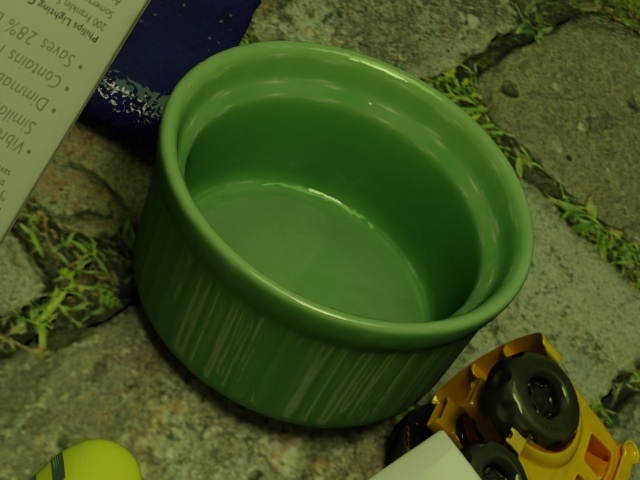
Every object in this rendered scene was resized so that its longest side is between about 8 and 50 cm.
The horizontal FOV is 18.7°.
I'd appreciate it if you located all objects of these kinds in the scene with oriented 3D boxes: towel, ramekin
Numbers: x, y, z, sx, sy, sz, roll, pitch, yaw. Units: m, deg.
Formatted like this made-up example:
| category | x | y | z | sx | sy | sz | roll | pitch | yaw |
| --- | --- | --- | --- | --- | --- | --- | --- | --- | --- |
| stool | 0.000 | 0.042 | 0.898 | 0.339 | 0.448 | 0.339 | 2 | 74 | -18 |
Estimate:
| category | x | y | z | sx | sy | sz | roll | pitch | yaw |
| --- | --- | --- | --- | --- | --- | --- | --- | --- | --- |
| towel | -0.217 | -0.211 | 1.643 | 0.308 | 0.076 | 0.228 | 29 | 51 | -8 |
| ramekin | 0.000 | 0.000 | 1.515 | 0.303 | 0.148 | 0.303 | 15 | 43 | -14 |

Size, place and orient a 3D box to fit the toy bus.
| category | x | y | z | sx | sy | sz | roll | pitch | yaw |
| --- | --- | --- | --- | --- | --- | --- | --- | --- | --- |
| toy bus | 0.151 | 0.216 | 1.464 | 0.211 | 0.149 | 0.220 | 45 | 44 | -12 |

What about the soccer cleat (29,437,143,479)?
| category | x | y | z | sx | sy | sz | roll | pitch | yaw |
| --- | --- | --- | --- | --- | --- | --- | --- | --- | --- |
| soccer cleat | -0.189 | 0.218 | 1.251 | 0.093 | 0.121 | 0.289 | 38 | 43 | 3 |

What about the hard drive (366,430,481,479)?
| category | x | y | z | sx | sy | sz | roll | pitch | yaw |
| --- | --- | --- | --- | --- | --- | --- | --- | --- | --- |
| hard drive | 0.014 | 0.291 | 1.270 | 0.307 | 0.040 | 0.203 | -32 | 72 | -15 |

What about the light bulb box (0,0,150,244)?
| category | x | y | z | sx | sy | sz | roll | pitch | yaw |
| --- | --- | --- | --- | --- | --- | --- | --- | --- | --- |
| light bulb box | -0.351 | -0.129 | 1.185 | 0.358 | 0.361 | 0.225 | 30 | 4 | -31 |
